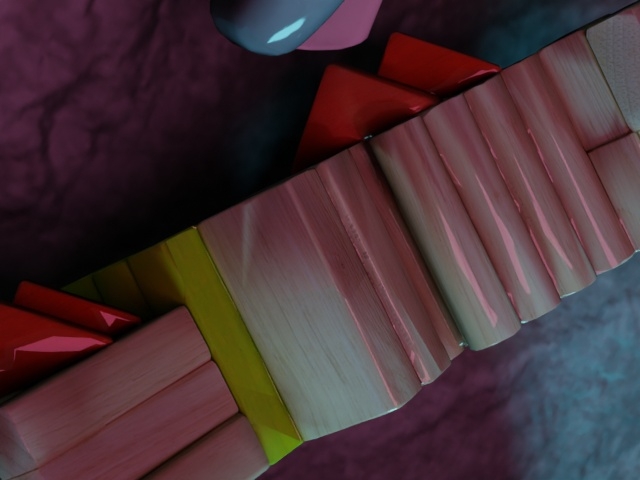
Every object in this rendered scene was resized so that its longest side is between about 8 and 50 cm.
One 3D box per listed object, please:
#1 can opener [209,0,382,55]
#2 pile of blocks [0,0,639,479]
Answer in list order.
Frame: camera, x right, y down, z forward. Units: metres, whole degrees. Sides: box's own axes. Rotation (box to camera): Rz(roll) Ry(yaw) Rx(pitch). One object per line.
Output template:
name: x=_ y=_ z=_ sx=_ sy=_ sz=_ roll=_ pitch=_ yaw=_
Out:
can opener: x=0.037 y=-0.191 z=0.539 sx=0.074 sy=0.093 sz=0.280 roll=18 pitch=95 yaw=-30
pile of blocks: x=0.000 y=0.000 z=0.584 sx=0.362 sy=0.149 sz=0.112 roll=-28 pitch=94 yaw=-24
